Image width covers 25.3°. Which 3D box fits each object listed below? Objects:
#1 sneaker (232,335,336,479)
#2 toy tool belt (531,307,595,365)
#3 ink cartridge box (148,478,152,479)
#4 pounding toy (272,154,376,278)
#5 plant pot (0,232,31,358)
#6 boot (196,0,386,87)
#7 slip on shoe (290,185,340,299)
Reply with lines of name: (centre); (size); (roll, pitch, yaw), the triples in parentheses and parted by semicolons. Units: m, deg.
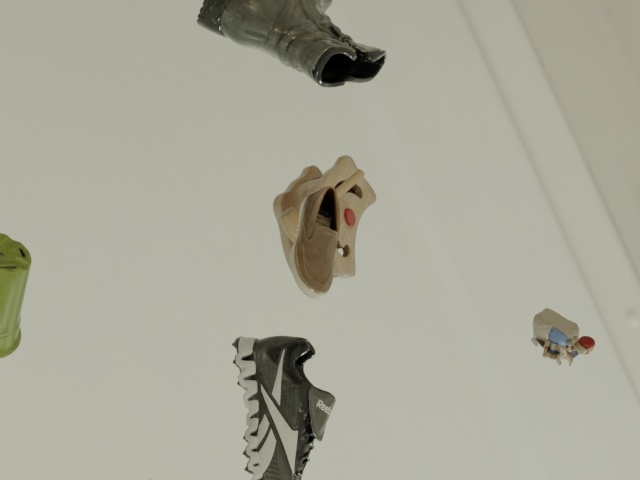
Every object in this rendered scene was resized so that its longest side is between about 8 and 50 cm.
sneaker: (-0.032, 0.209, 1.593); (0.106, 0.234, 0.078); (-13, 158, 10)
toy tool belt: (0.281, 0.119, 1.655); (0.052, 0.083, 0.051); (-26, 136, -37)
ink cartridge box: (-0.252, 0.435, 2.249); (0.060, 0.104, 0.180); (-44, -176, -11)
pounding toy: (0.032, -0.028, 2.164); (0.154, 0.154, 0.269); (-15, -162, 29)
plant pot: (-0.265, 0.037, 1.124); (0.083, 0.083, 0.079); (-18, 142, -52)
boot: (-0.003, -0.203, 1.405); (0.246, 0.161, 0.083); (-30, 148, -63)
slip on shoe: (0.000, 0.000, 1.578); (0.051, 0.135, 0.041); (26, 140, -23)
